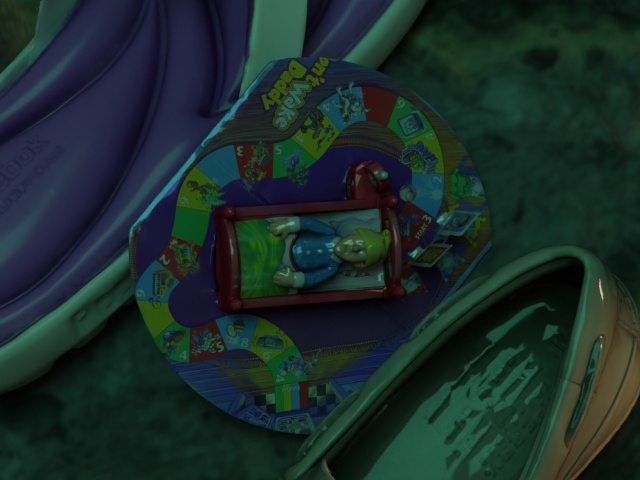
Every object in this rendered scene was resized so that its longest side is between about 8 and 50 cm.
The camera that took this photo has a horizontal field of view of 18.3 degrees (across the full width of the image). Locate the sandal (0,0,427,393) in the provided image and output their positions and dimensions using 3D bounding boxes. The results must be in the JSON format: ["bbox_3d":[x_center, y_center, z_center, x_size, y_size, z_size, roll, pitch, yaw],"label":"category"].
[{"bbox_3d":[-0.066,-0.105,0.929,0.169,0.102,0.416,28,73,19],"label":"sandal"}]

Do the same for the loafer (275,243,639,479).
[{"bbox_3d":[0.014,0.129,0.806,0.112,0.111,0.319,33,76,22],"label":"loafer"}]

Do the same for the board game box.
[{"bbox_3d":[0.000,0.000,0.872,0.133,0.033,0.168,42,77,-11],"label":"board game box"}]
